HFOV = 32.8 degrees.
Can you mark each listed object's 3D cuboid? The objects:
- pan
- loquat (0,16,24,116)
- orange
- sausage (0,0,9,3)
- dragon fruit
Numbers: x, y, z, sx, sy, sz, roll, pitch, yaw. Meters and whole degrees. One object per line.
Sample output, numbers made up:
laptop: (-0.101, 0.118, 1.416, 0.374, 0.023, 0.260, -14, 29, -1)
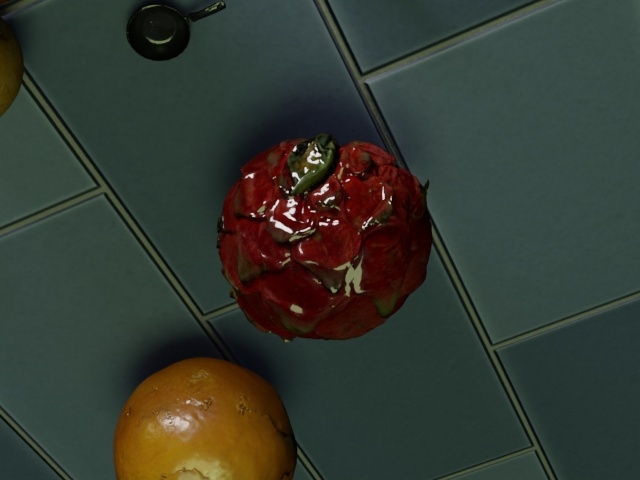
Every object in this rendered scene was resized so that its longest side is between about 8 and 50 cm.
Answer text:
pan: (-0.153, -0.235, 1.164, 0.115, 0.023, 0.068, -20, 129, 13)
loquat: (-0.371, -0.177, 1.113, 0.141, 0.141, 0.141, -4, 130, -4)
orange: (-0.153, 0.278, 1.450, 0.246, 0.246, 0.246, -4, 130, -4)
sausage: (-0.311, -0.289, 1.027, 0.258, 0.133, 0.133, -19, 130, 0)
dragon fruit: (0.000, 0.000, 1.253, 0.244, 0.244, 0.299, 17, 148, -20)
